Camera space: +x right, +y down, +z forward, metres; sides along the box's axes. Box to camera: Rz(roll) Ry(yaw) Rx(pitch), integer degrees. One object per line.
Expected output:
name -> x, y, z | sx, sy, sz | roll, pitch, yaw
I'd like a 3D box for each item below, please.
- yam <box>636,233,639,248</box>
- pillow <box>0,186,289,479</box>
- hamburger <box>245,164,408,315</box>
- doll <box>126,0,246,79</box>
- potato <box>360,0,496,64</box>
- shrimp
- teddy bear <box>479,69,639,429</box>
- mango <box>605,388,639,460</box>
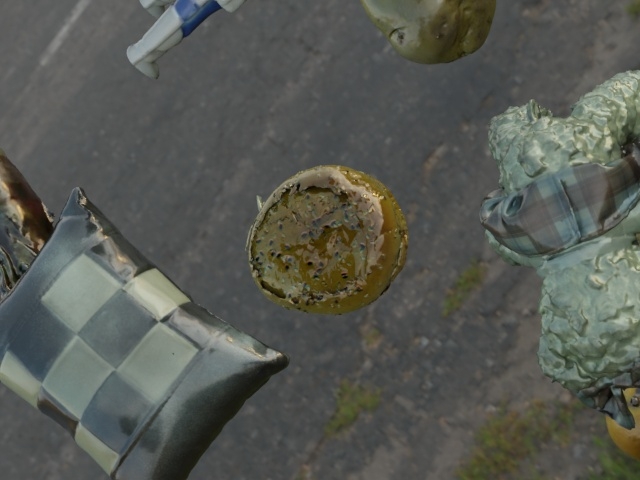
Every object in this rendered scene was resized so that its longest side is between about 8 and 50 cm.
yam -> 0.369, -0.004, 1.517 | 0.054, 0.132, 0.054 | -159, 90, -78
pillow -> -0.174, 0.096, 1.030 | 0.186, 0.250, 0.106 | -51, -13, -1
hamburger -> 0.000, 0.000, 1.303 | 0.177, 0.185, 0.113 | -61, -14, 15
doll -> -0.027, -0.189, 0.750 | 0.227, 0.057, 0.114 | -35, 25, 23
potato -> 0.131, -0.322, 1.543 | 0.137, 0.200, 0.154 | -36, -11, 37
shrimp -> -0.403, -0.002, 1.248 | 0.233, 0.365, 0.071 | -32, -20, -21
teddy bear -> 0.151, -0.011, 0.680 | 0.133, 0.111, 0.213 | -21, 57, 30
mango -> 0.333, 0.139, 1.064 | 0.115, 0.178, 0.090 | 106, 148, -42
